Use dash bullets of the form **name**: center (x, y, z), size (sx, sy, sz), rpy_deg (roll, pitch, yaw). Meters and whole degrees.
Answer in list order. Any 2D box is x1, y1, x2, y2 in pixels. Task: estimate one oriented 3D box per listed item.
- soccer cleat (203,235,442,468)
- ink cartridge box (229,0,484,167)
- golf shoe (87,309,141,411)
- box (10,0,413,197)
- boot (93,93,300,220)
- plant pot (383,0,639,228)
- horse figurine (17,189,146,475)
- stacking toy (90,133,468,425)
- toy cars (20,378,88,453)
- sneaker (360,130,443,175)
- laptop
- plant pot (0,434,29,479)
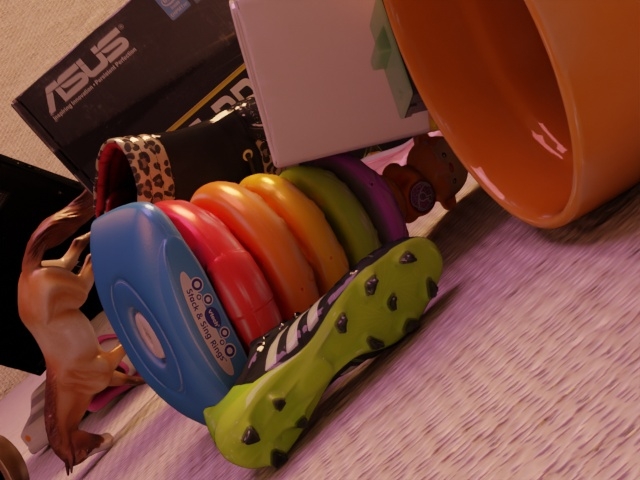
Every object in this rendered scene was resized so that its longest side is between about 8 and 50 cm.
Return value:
- **soccer cleat**: center (-0.001, 0.059, 0.637), size (0.179, 0.060, 0.072), rpy_deg (-45, 31, -11)
- **ink cartridge box**: center (0.083, -0.142, 0.763), size (0.278, 0.117, 0.201), rpy_deg (-13, 8, -2)
- **golf shoe**: center (-0.203, 0.097, 1.316), size (0.306, 0.115, 0.140), rpy_deg (-47, 15, 13)
- **box**: center (-0.044, -0.142, 1.041), size (0.395, 0.318, 0.097), rpy_deg (-41, 9, -2)
- **boot**: center (-0.108, -0.004, 0.898), size (0.179, 0.085, 0.236), rpy_deg (-20, -51, -42)
- **plant pot**: center (0.158, -0.138, 0.571), size (0.188, 0.205, 0.205), rpy_deg (-27, 6, -9)
- **horse figurine**: center (-0.241, 0.083, 1.089), size (0.174, 0.263, 0.066), rpy_deg (-26, 14, -39)
- **stacking toy**: center (0.000, 0.000, 0.781), size (0.302, 0.175, 0.166), rpy_deg (-29, 9, -26)
- **toy cars**: center (-0.286, 0.136, 1.510), size (0.394, 0.087, 0.176), rpy_deg (-44, 8, -18)
- **sneaker**: center (0.088, -0.060, 0.962), size (0.134, 0.051, 0.070), rpy_deg (-23, 37, 26)
- **laptop**: center (-0.340, -0.020, 1.406), size (0.382, 0.408, 0.236), rpy_deg (-46, 36, 38)
- **plant pot**: center (-0.358, 0.251, 1.014), size (0.167, 0.167, 0.165), rpy_deg (-42, 0, -6)
